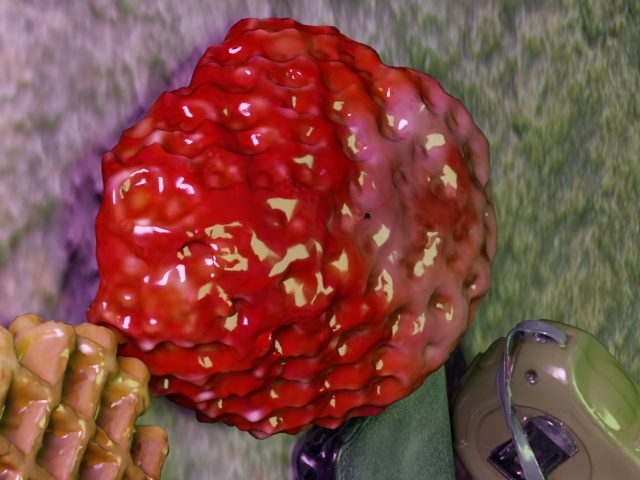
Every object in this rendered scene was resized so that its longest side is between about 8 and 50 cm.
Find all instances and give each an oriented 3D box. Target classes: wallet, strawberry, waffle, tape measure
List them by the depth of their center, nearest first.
[{"bbox_3d":[-0.154,0.161,0.847,0.253,0.056,0.249,-5,99,-64],"label":"waffle"},{"bbox_3d":[0.000,0.000,1.022,0.336,0.149,0.265,-14,108,-61],"label":"strawberry"},{"bbox_3d":[0.048,0.177,1.269,0.222,0.036,0.167,-44,131,-55],"label":"wallet"},{"bbox_3d":[0.194,0.158,1.391,0.200,0.175,0.106,47,43,-10],"label":"tape measure"}]
